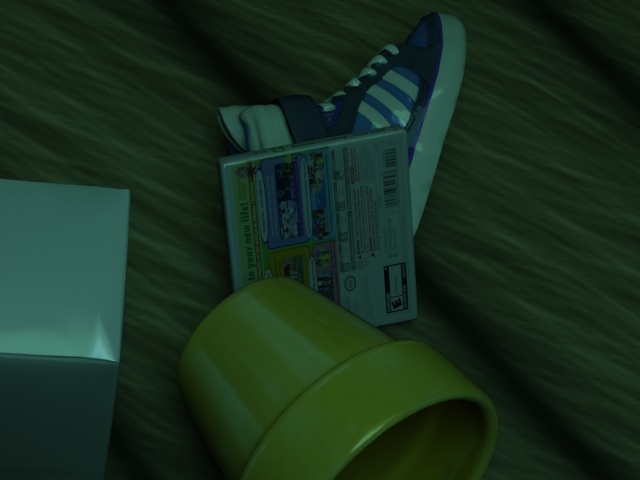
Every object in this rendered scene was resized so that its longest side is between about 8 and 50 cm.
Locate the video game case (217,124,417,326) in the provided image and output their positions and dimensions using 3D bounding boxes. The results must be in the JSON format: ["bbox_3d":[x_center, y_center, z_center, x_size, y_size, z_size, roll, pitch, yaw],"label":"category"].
[{"bbox_3d":[0.000,0.000,1.739,0.193,0.212,0.023,-11,25,-14],"label":"video game case"}]

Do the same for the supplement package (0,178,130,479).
[{"bbox_3d":[-0.270,0.094,1.569,0.175,0.293,0.177,5,59,-7],"label":"supplement package"}]

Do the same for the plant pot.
[{"bbox_3d":[-0.003,0.168,1.620,0.254,0.254,0.239,-29,52,-25],"label":"plant pot"}]

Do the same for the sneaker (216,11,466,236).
[{"bbox_3d":[0.014,-0.142,1.857,0.236,0.130,0.323,19,64,-6],"label":"sneaker"}]
